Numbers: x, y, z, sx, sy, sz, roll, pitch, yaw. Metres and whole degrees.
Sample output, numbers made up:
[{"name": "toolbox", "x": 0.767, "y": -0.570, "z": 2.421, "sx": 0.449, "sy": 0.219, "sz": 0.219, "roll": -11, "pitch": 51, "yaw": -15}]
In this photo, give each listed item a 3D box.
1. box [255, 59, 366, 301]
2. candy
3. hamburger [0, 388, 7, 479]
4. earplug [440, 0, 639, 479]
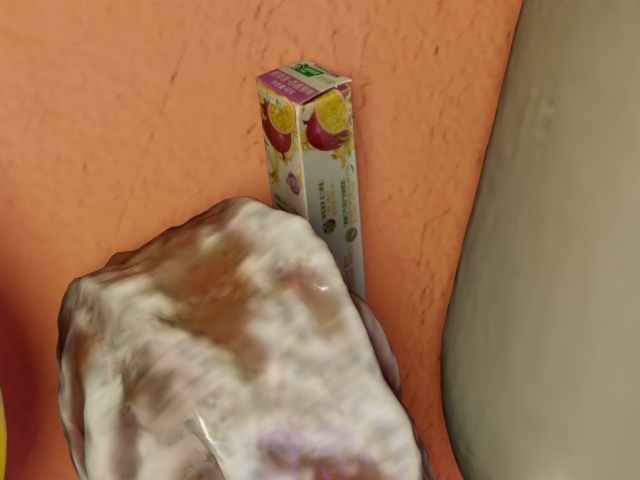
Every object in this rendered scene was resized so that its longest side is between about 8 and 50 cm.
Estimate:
[{"name": "box", "x": 0.000, "y": 0.000, "z": 0.726, "sx": 0.041, "sy": 0.050, "sz": 0.207, "roll": -21, "pitch": 124, "yaw": -25}, {"name": "candy", "x": -0.037, "y": 0.120, "z": 0.651, "sx": 0.157, "sy": 0.214, "sz": 0.289, "roll": -28, "pitch": 130, "yaw": -21}, {"name": "hamburger", "x": -0.251, "y": 0.054, "z": 0.463, "sx": 0.227, "sy": 0.152, "sz": 0.295, "roll": -61, "pitch": 138, "yaw": -44}, {"name": "earplug", "x": 0.236, "y": 0.030, "z": 0.744, "sx": 0.313, "sy": 0.313, "sz": 0.393, "roll": -3, "pitch": 115, "yaw": -36}]
